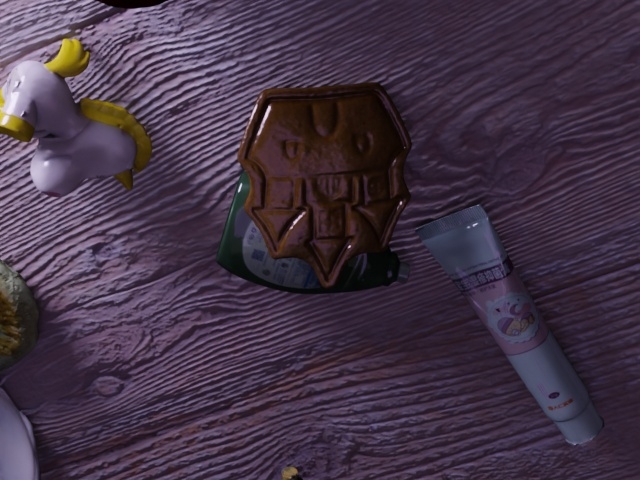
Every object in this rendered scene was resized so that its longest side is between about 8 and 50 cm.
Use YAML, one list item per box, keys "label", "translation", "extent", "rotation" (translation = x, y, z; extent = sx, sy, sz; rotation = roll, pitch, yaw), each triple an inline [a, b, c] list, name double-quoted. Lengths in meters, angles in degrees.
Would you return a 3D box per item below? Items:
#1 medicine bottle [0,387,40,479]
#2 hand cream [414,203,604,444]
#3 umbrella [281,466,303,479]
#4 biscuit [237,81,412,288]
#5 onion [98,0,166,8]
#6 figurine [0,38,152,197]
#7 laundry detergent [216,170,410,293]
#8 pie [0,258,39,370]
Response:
- label: "medicine bottle"
  translation: [-0.533, 0.311, 1.320]
  extent: [0.332, 0.190, 0.190]
  rotation: [-22, 116, 15]
- label: "hand cream"
  translation: [0.227, 0.098, 1.234]
  extent: [0.085, 0.058, 0.331]
  rotation: [-21, 113, 33]
- label: "umbrella"
  translation: [-0.038, 0.350, 1.398]
  extent: [0.037, 0.040, 0.144]
  rotation: [-2, 123, -3]
- label: "biscuit"
  translation: [0.007, -0.054, 1.122]
  extent: [0.182, 0.034, 0.215]
  rotation: [-5, 103, -5]
- label: "onion"
  translation: [-0.175, -0.327, 0.933]
  extent: [0.246, 0.190, 0.246]
  rotation: [2, 103, 10]
- label: "figurine"
  translation: [-0.259, -0.111, 1.124]
  extent: [0.129, 0.109, 0.178]
  rotation: [-36, 117, -2]
- label: "laundry detergent"
  translation: [0.000, 0.000, 1.182]
  extent: [0.211, 0.063, 0.137]
  rotation: [15, 113, -5]
- label: "pie"
  translation: [-0.423, 0.089, 1.271]
  extent: [0.187, 0.041, 0.187]
  rotation: [1, 121, 2]
